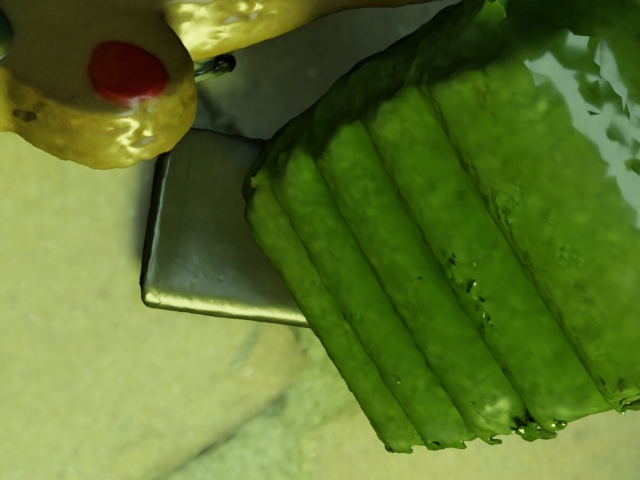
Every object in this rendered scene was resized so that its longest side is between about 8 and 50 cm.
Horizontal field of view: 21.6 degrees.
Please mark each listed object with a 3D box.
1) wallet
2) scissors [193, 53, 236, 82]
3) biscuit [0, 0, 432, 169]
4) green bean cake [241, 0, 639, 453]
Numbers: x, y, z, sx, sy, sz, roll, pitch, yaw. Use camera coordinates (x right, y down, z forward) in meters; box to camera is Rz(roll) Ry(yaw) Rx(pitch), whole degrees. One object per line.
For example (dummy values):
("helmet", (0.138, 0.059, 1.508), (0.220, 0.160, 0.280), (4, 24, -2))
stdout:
("wallet", (0.000, 0.000, 0.733), (0.156, 0.018, 0.082), (8, 84, -19))
("scissors", (-0.177, -0.062, 0.678), (0.300, 0.022, 0.109), (-5, 94, -18))
("biscuit", (-0.090, -0.095, 0.618), (0.301, 0.197, 0.049), (-26, 128, -19))
("green bean cake", (0.122, -0.040, 0.639), (0.250, 0.247, 0.156), (-30, 91, -25))
